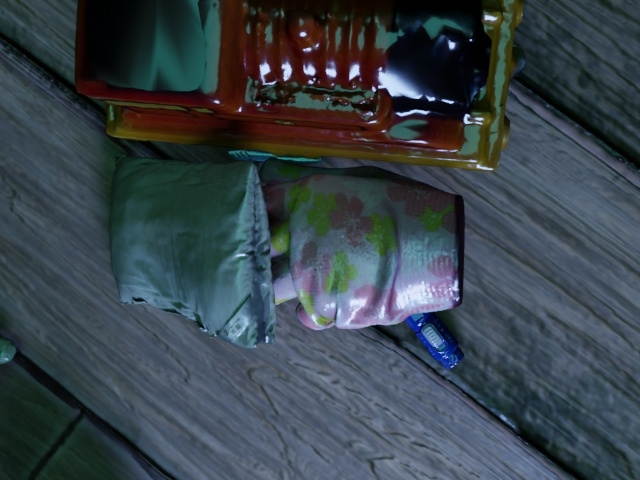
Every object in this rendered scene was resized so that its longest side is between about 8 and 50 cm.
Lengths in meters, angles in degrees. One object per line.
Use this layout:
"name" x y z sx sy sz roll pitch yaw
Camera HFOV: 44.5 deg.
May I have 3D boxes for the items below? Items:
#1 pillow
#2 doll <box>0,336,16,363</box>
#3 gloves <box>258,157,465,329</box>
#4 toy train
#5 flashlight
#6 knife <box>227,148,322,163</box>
"pillow" -0.121 0.001 0.670 0.230 0.050 0.148 9 97 46
"doll" -0.382 0.092 0.772 0.150 0.077 0.115 43 91 15
"gloves" -0.003 0.001 0.654 0.241 0.126 0.145 0 94 14
"toy train" -0.031 -0.146 0.598 0.369 0.231 0.163 6 96 9
"flashlight" 0.084 0.063 0.696 0.057 0.035 0.121 -38 88 11
"knife" -0.042 -0.079 0.722 0.091 0.005 0.014 3 97 11
